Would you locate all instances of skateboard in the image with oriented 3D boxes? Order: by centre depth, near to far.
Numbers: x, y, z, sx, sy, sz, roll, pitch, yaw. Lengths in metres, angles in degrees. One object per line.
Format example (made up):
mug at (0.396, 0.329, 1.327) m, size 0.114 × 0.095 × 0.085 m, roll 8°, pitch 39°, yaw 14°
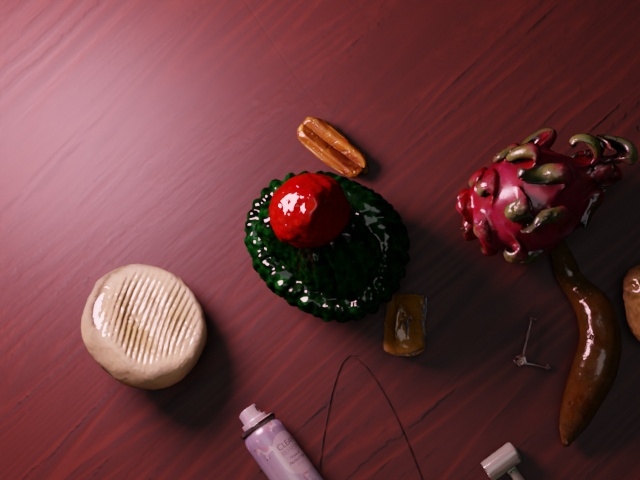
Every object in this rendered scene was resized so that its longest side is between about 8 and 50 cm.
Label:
skateboard at (0.361, 0.172, 1.771) m, size 0.063 × 0.032 × 0.083 m, roll 11°, pitch 86°, yaw -4°

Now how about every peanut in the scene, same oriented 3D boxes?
peanut at (0.566, 0.141, 1.725) m, size 0.108 × 0.095 × 0.226 m, roll -34°, pitch 85°, yaw 16°

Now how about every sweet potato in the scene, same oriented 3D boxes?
sweet potato at (0.437, 0.162, 1.740) m, size 0.108 × 0.079 × 0.346 m, roll -4°, pitch 79°, yaw 17°

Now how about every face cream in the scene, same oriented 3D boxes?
face cream at (-0.057, 0.373, 1.756) m, size 0.075 × 0.075 × 0.229 m, roll -38°, pitch 82°, yaw 0°

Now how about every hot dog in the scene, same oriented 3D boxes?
hot dog at (0.024, -0.159, 1.834) m, size 0.144 × 0.038 × 0.062 m, roll 38°, pitch 85°, yaw 6°

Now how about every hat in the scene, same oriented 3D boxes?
hat at (0.000, 0.000, 1.668) m, size 0.274 × 0.332 × 0.242 m, roll 10°, pitch 82°, yaw 9°

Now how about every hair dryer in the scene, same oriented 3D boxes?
hair dryer at (0.323, 0.399, 1.745) m, size 0.063 × 0.038 × 0.124 m, roll -36°, pitch 89°, yaw 1°

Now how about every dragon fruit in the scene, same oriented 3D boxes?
dragon fruit at (0.357, -0.080, 1.722) m, size 0.272 × 0.198 × 0.218 m, roll -33°, pitch 126°, yaw -20°

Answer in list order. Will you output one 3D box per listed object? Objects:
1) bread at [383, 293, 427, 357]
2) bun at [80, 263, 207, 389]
bread at (0.142, 0.142, 1.779) m, size 0.072 × 0.053 × 0.106 m, roll 4°, pitch 78°, yaw 2°
bun at (-0.299, 0.151, 1.786) m, size 0.222 × 0.127 × 0.222 m, roll 7°, pitch 59°, yaw -12°
